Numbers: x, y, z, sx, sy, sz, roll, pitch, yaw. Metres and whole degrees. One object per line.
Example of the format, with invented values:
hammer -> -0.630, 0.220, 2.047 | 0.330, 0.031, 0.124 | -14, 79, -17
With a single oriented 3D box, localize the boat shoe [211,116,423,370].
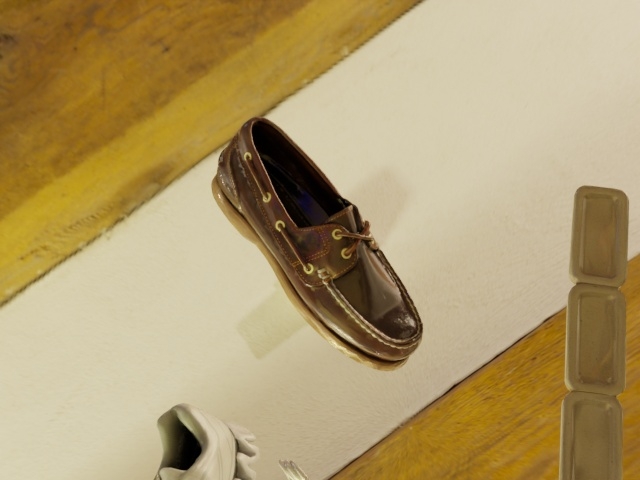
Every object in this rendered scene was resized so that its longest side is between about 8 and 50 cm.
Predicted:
boat shoe -> 0.000, 0.000, 0.650 | 0.207, 0.073, 0.073 | 46, -49, 13

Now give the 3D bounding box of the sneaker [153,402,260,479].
sneaker -> -0.127, 0.297, 0.907 | 0.110, 0.118, 0.292 | -21, -135, 14

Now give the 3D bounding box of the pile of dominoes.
pile of dominoes -> 0.220, 0.085, 0.465 | 0.196, 0.040, 0.251 | 7, -112, 5

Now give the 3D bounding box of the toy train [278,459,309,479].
toy train -> 0.005, 0.201, 0.567 | 0.046, 0.166, 0.125 | -43, -118, -14
